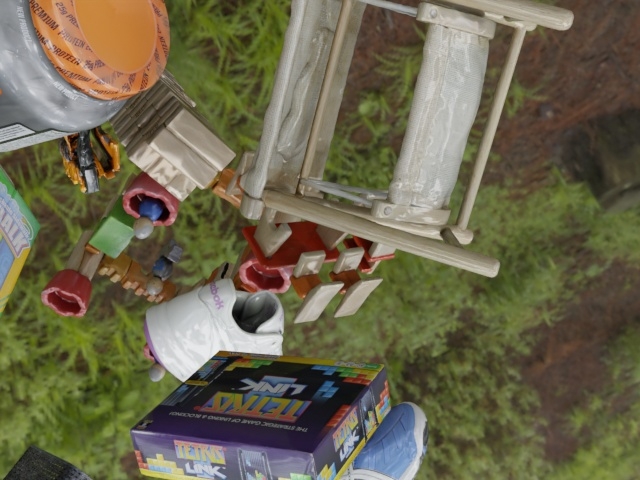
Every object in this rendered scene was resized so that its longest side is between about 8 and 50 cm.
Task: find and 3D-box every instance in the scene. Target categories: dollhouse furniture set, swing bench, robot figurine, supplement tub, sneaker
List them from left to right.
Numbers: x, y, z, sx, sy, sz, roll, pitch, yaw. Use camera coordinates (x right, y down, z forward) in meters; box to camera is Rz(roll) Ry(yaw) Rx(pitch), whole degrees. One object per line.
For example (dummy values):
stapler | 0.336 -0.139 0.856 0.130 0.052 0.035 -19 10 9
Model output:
supplement tub | -0.316 -0.186 0.920 0.316 0.194 0.193 -10 160 31
robot figurine | -0.383 -0.216 1.470 0.085 0.211 0.291 -17 113 -19
sneaker | -0.085 0.150 1.190 0.152 0.114 0.305 -31 140 11
sneaker | -0.002 0.201 0.797 0.211 0.080 0.081 -34 119 -4
dollhouse furniture set | 0.000 0.000 1.450 0.259 0.262 0.135 -6 143 -38
swing bench | 0.071 -0.128 0.906 0.254 0.165 0.253 14 101 -4

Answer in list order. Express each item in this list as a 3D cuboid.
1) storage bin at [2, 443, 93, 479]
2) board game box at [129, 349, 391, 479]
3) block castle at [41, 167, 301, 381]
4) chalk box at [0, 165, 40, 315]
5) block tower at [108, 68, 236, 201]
storage bin | -0.410 0.402 1.471 0.122 0.180 0.084 51 62 -29
board game box | -0.047 0.147 0.777 0.170 0.048 0.141 1 -159 27
block castle | -0.258 0.053 1.593 0.303 0.213 0.453 32 139 -18
chalk box | -0.328 -0.009 0.758 0.132 0.213 0.132 -14 129 15
block tower | -0.216 -0.165 1.211 0.091 0.335 0.097 -46 122 3
